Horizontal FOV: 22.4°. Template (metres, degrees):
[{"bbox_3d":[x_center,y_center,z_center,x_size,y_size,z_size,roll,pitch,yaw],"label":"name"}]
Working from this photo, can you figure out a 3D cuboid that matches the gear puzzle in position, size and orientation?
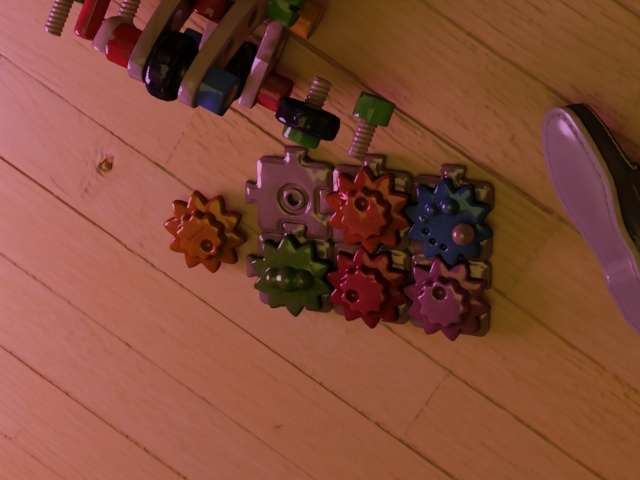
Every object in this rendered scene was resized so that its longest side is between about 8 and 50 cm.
[{"bbox_3d":[0.000,0.000,1.566,0.339,0.044,0.175,8,113,18],"label":"gear puzzle"}]

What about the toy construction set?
[{"bbox_3d":[-0.090,-0.246,1.440,0.309,0.257,0.237,28,101,34],"label":"toy construction set"}]

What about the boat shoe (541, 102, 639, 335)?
[{"bbox_3d":[0.271,-0.025,1.441,0.227,0.069,0.081,64,157,-6],"label":"boat shoe"}]
